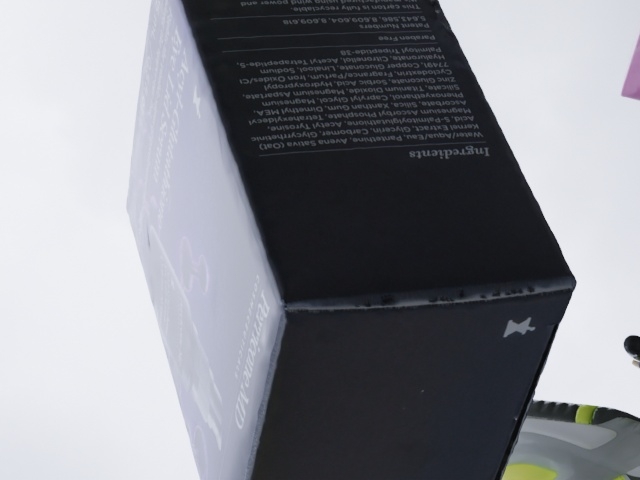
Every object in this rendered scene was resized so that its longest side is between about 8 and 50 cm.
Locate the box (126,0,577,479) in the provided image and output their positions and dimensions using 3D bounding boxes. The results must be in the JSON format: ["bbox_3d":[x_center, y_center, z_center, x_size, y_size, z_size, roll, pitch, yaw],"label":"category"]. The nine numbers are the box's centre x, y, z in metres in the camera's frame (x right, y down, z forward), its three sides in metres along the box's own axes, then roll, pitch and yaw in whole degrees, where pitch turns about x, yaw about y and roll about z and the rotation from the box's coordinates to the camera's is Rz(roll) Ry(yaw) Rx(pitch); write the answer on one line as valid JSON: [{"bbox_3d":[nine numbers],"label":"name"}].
[{"bbox_3d":[0.000,0.000,0.680,0.108,0.153,0.207,-4,-135,-17],"label":"box"}]

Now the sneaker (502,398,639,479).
[{"bbox_3d":[0.289,0.206,1.258,0.145,0.385,0.147,24,-109,-57],"label":"sneaker"}]

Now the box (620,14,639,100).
[{"bbox_3d":[0.391,-0.213,1.468,0.243,0.214,0.117,98,-170,-51],"label":"box"}]

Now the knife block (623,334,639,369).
[{"bbox_3d":[0.342,0.094,1.620,0.242,0.276,0.088,28,-91,-21],"label":"knife block"}]
